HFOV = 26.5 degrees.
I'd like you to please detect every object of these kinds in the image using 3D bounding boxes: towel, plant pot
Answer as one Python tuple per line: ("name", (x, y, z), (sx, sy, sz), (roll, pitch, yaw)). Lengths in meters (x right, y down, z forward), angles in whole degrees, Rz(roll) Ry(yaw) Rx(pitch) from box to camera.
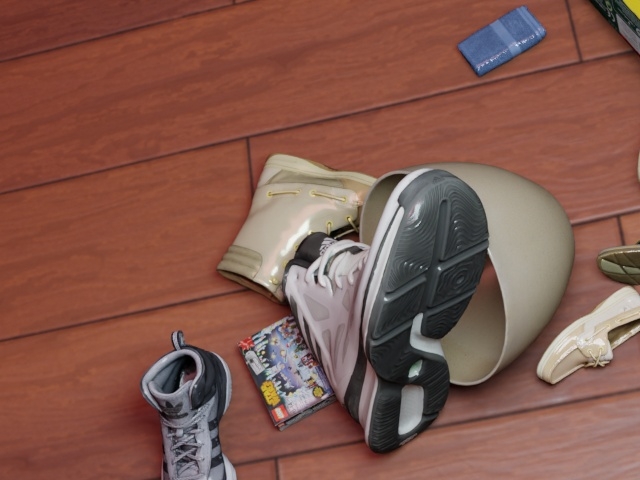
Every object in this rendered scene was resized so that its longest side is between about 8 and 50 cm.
("towel", (0.263, -0.288, 1.976), (0.119, 0.029, 0.067), (-30, 60, -1))
("plant pot", (0.210, 0.018, 1.728), (0.191, 0.284, 0.284), (-22, 56, -28))

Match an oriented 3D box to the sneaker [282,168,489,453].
("sneaker", (0.044, 0.043, 1.651), (0.169, 0.447, 0.257), (-26, 54, -28))

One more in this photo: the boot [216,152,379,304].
("boot", (0.000, 0.000, 1.870), (0.262, 0.095, 0.203), (18, 70, 25))

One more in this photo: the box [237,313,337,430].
("box", (-0.043, 0.175, 1.835), (0.094, 0.027, 0.137), (-29, 61, 2))

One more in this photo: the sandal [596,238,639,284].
("sandal", (0.446, 0.012, 1.756), (0.180, 0.072, 0.049), (-13, 46, 8))

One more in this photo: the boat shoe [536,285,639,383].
("boat shoe", (0.350, 0.128, 1.725), (0.170, 0.063, 0.059), (-40, 55, -6))

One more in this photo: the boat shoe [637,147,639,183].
("boat shoe", (0.515, -0.183, 1.812), (0.092, 0.103, 0.285), (23, 67, 30))

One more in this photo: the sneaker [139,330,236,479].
("sneaker", (-0.178, 0.251, 1.763), (0.101, 0.153, 0.268), (-8, 63, 13))

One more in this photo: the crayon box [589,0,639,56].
("crayon box", (0.506, -0.436, 1.893), (0.313, 0.106, 0.363), (-27, 46, 1))
